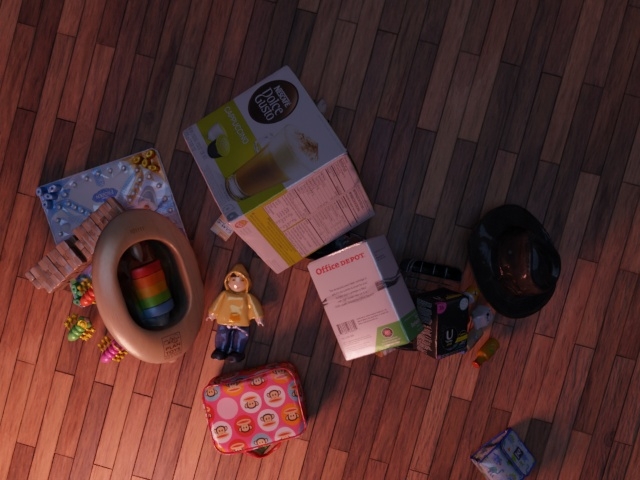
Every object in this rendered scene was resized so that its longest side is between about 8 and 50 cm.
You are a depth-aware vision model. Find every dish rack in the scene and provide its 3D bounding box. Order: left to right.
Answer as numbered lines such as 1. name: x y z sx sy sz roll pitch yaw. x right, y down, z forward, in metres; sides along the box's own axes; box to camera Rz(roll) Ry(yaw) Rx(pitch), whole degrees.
1. dish rack: 0.287 0.190 1.817 0.208 0.074 0.272 13 93 -33

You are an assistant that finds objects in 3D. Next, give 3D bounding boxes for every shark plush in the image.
1. shark plush: -0.043 -0.353 1.883 0.161 0.073 0.067 -36 70 23

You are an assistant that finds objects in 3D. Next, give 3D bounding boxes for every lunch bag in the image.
1. lunch bag: -0.185 0.508 1.860 0.293 0.120 0.258 -13 92 1
2. lunch bag: 0.545 0.648 1.861 0.151 0.096 0.129 -37 88 -12

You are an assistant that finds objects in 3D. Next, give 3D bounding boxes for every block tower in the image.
1. block tower: -0.687 0.017 1.834 0.335 0.097 0.091 -41 90 5

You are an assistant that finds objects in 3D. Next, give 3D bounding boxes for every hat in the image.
1. hat: 0.577 0.056 1.771 0.331 0.134 0.331 2 85 -20

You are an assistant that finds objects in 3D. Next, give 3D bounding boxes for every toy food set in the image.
1. toy food set: 0.424 0.247 1.816 0.104 0.111 0.232 -41 123 -29

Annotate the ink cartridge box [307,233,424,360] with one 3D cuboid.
1. ink cartridge box: 0.122 0.152 1.713 0.211 0.121 0.289 -23 89 33

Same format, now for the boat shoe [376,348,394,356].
1. boat shoe: 0.178 0.201 1.851 0.096 0.098 0.277 -19 111 -20

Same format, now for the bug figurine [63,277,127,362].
1. bug figurine: -0.626 0.249 1.870 0.279 0.072 0.216 39 98 -14

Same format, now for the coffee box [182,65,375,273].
1. coffee box: -0.099 -0.179 1.675 0.334 0.338 0.338 -32 60 2

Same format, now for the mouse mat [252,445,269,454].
1. mouse mat: -0.214 0.550 1.925 0.189 0.007 0.152 40 93 0

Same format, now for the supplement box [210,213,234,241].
1. supplement box: -0.275 -0.054 1.893 0.062 0.036 0.098 38 93 1

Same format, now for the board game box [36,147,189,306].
1. board game box: -0.617 -0.037 1.900 0.390 0.050 0.390 -18 91 2

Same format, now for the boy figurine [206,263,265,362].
1. boy figurine: -0.247 0.213 1.875 0.177 0.092 0.285 11 95 4

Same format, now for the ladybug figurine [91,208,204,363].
1. ladybug figurine: -0.488 0.132 1.767 0.305 0.162 0.449 -19 102 -36

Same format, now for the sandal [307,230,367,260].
1. sandal: 0.002 -0.002 1.849 0.445 0.107 0.168 22 93 0

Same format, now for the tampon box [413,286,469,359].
1. tampon box: 0.333 0.228 1.753 0.120 0.101 0.161 -12 108 -31
